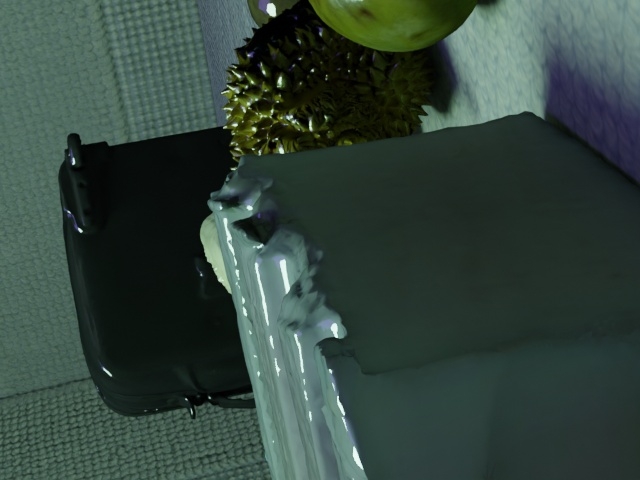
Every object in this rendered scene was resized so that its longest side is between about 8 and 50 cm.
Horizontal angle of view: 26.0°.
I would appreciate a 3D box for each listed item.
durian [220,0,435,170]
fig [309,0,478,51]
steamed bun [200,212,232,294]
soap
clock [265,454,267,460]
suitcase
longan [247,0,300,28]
[{"bbox_3d":[-0.006,-0.119,1.112,0.138,0.193,0.237,62,175,-15],"label":"durian"},{"bbox_3d":[0.045,-0.191,0.902,0.153,0.121,0.136,97,163,-63],"label":"fig"},{"bbox_3d":[0.000,0.000,1.312,0.155,0.200,0.250,55,180,-11],"label":"steamed bun"},{"bbox_3d":[0.099,0.180,0.784,0.350,0.213,0.435,-132,30,-67],"label":"soap"},{"bbox_3d":[0.040,0.237,1.323,0.223,0.094,0.274,38,168,25],"label":"clock"},{"bbox_3d":[-0.108,0.027,1.566,0.188,0.345,0.339,102,155,-60],"label":"suitcase"},{"bbox_3d":[-0.019,-0.245,1.425,0.119,0.106,0.106,31,-153,-39],"label":"longan"}]
